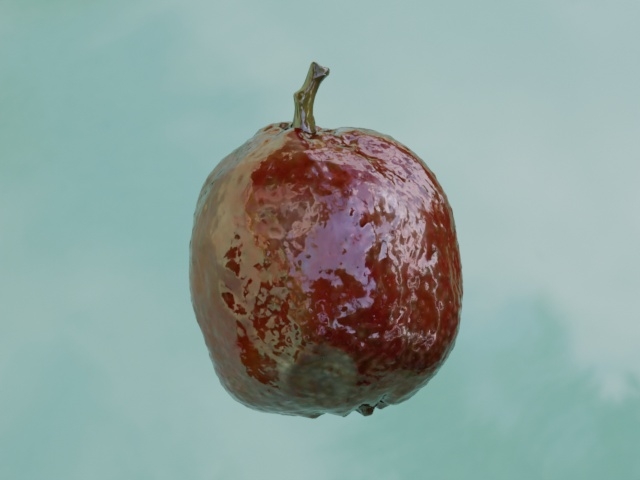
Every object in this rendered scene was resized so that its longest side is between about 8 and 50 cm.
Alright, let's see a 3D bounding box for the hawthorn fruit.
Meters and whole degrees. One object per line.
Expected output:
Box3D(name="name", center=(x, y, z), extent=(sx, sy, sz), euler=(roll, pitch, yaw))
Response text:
Box3D(name="hawthorn fruit", center=(0.000, 0.000, 1.273), extent=(0.205, 0.205, 0.253), euler=(-15, 98, -56))
